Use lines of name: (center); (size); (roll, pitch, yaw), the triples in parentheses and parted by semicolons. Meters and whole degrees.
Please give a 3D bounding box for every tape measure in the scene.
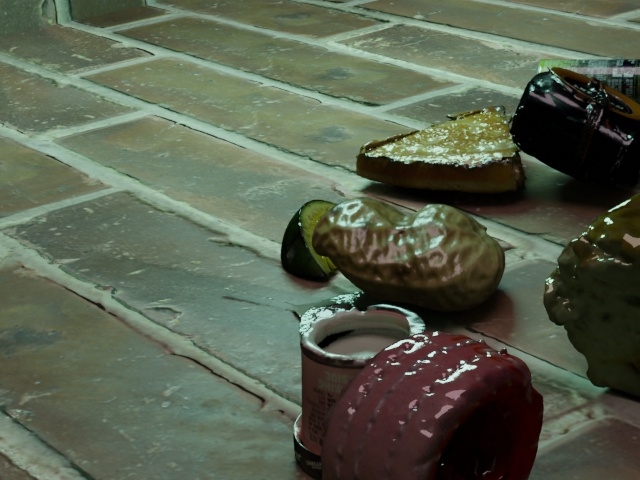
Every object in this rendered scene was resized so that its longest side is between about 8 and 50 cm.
tape measure: (0.378, -0.161, 2.076); (0.202, 0.135, 0.223); (29, 23, 18)

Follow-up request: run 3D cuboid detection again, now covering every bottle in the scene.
bottle: (0.529, -0.255, 2.390); (0.330, 0.093, 0.093); (2, 22, 17)

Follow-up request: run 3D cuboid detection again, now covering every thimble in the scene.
thimble: (0.096, 0.179, 1.263); (0.125, 0.163, 0.189); (16, 43, 42)

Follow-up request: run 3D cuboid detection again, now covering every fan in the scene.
fan: (0.003, 0.083, 1.735); (0.310, 0.010, 0.182); (11, 25, 31)

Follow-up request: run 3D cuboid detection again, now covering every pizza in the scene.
pizza: (0.179, -0.130, 2.167); (0.251, 0.074, 0.287); (-1, 20, 6)

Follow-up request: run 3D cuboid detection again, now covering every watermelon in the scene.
watermelon: (-0.008, 0.004, 1.916); (0.092, 0.075, 0.181); (43, 30, -1)

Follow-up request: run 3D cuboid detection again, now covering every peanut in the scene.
peanut: (0.107, 0.014, 1.741); (0.233, 0.110, 0.197); (7, 23, 12)

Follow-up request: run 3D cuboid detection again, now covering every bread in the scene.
bread: (0.385, 0.043, 1.514); (0.238, 0.196, 0.252); (9, 28, 33)

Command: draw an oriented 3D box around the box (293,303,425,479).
box: (0.044, 0.145, 1.402); (0.151, 0.135, 0.151); (-5, 20, 2)
